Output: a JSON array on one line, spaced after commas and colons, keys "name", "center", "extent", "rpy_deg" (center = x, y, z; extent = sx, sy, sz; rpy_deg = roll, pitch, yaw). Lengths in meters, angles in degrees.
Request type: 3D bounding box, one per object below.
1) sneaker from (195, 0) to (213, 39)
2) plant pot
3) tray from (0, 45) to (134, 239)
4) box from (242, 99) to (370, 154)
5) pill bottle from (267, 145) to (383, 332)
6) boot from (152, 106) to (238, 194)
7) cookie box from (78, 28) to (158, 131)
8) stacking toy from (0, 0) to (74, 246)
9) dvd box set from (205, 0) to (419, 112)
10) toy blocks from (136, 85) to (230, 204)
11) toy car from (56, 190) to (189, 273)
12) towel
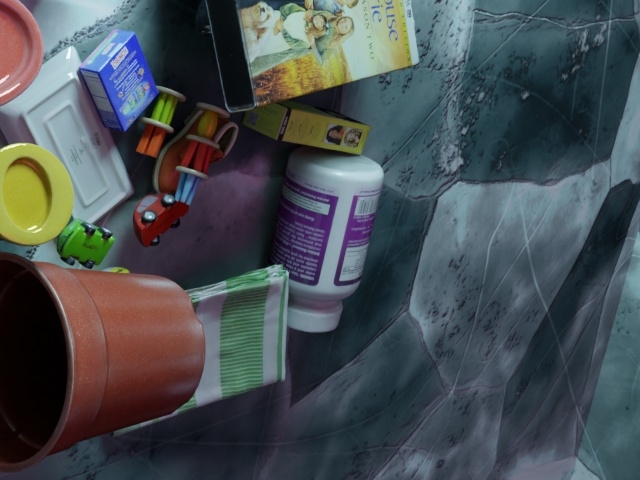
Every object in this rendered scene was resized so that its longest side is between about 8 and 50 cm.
[{"name": "sneaker", "center": [-0.083, -0.362, 1.642], "extent": [0.283, 0.110, 0.122], "rpy_deg": [-10, 101, -51]}, {"name": "plant pot", "center": [-0.312, 0.148, 1.437], "extent": [0.265, 0.272, 0.272], "rpy_deg": [-1, 111, -52]}, {"name": "tray", "center": [-0.344, -0.121, 1.504], "extent": [0.145, 0.030, 0.270], "rpy_deg": [-44, 140, -27]}, {"name": "box", "center": [-0.020, -0.194, 1.814], "extent": [0.232, 0.087, 0.058], "rpy_deg": [2, 110, -53]}, {"name": "pill bottle", "center": [0.000, 0.000, 1.887], "extent": [0.169, 0.169, 0.301], "rpy_deg": [-10, 119, -48]}, {"name": "boot", "center": [-0.190, -0.129, 1.644], "extent": [0.158, 0.085, 0.059], "rpy_deg": [-56, 146, -7]}, {"name": "cookie box", "center": [-0.277, -0.221, 1.499], "extent": [0.092, 0.040, 0.107], "rpy_deg": [-57, 147, -34]}, {"name": "stacking toy", "center": [-0.450, -0.133, 1.247], "extent": [0.280, 0.130, 0.308], "rpy_deg": [-8, 90, -43]}, {"name": "dvd box set", "center": [-0.008, -0.375, 1.601], "extent": [0.420, 0.062, 0.307], "rpy_deg": [-23, 108, -49]}, {"name": "toy blocks", "center": [-0.212, -0.136, 1.583], "extent": [0.123, 0.054, 0.148], "rpy_deg": [19, 85, -15]}, {"name": "toy car", "center": [-0.311, 0.007, 1.563], "extent": [0.239, 0.053, 0.225], "rpy_deg": [-57, 156, 4]}, {"name": "towel", "center": [-0.199, 0.182, 1.797], "extent": [0.325, 0.038, 0.247], "rpy_deg": [-15, 125, -29]}]
